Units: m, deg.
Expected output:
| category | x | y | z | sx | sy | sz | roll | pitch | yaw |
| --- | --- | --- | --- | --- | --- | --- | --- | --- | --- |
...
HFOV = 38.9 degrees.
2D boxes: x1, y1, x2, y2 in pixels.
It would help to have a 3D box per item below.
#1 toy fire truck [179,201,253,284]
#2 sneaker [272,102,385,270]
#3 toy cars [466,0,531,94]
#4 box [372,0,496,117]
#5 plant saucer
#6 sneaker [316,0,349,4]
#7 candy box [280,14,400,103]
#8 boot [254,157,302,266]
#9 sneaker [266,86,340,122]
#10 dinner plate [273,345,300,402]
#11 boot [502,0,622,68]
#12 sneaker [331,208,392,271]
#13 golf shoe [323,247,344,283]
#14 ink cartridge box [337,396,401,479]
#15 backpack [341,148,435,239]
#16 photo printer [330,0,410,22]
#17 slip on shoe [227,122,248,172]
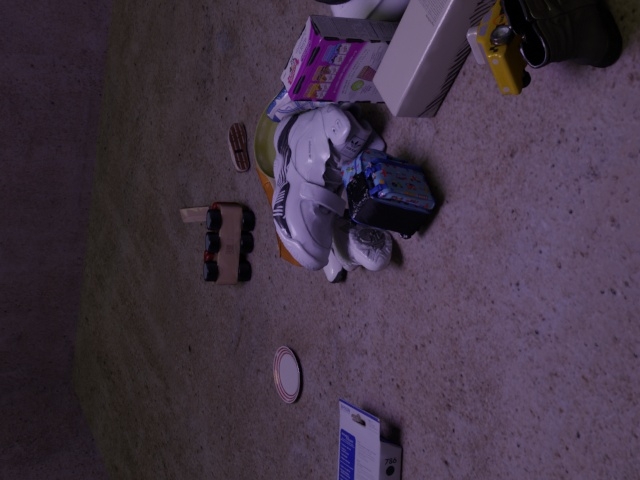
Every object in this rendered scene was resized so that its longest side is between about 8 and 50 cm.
| category | x | y | z | sx | sy | sz | roll | pitch | yaw |
| --- | --- | --- | --- | --- | --- | --- | --- | --- | --- |
| toy fire truck | -0.294 | -0.009 | 2.493 | 0.246 | 0.158 | 0.217 | -140 | 53 | -67 |
| sneaker | 0.016 | -0.131 | 1.836 | 0.210 | 0.137 | 0.366 | -26 | 55 | 35 |
| toy cars | 0.267 | -0.410 | 1.402 | 0.087 | 0.176 | 0.394 | -6 | 86 | 29 |
| box | 0.200 | -0.357 | 1.621 | 0.113 | 0.094 | 0.275 | 65 | 144 | 34 |
| plant saucer | -0.053 | -0.245 | 2.061 | 0.240 | 0.037 | 0.241 | -16 | 64 | 36 |
| sneaker | 0.029 | -0.512 | 1.646 | 0.330 | 0.146 | 0.123 | -2 | 93 | 62 |
| candy box | 0.061 | -0.342 | 1.727 | 0.159 | 0.233 | 0.071 | -58 | 45 | 44 |
| boot | -0.093 | -0.079 | 2.164 | 0.295 | 0.104 | 0.211 | -121 | 27 | -57 |
| sneaker | -0.008 | -0.316 | 1.948 | 0.296 | 0.131 | 0.112 | -37 | 18 | 52 |
| dinner plate | -0.080 | 0.332 | 2.250 | 0.141 | 0.017 | 0.141 | 6 | 97 | 61 |
| boot | 0.332 | -0.358 | 1.317 | 0.083 | 0.161 | 0.247 | -47 | 53 | 51 |
| sneaker | 0.083 | 0.021 | 1.884 | 0.232 | 0.090 | 0.115 | -128 | 37 | -59 |
| golf shoe | 0.000 | 0.000 | 2.006 | 0.077 | 0.093 | 0.198 | -18 | 78 | 59 |
| ink cartridge box | 0.099 | 0.505 | 1.899 | 0.165 | 0.065 | 0.333 | 18 | 109 | 59 |
| backpack | 0.124 | -0.106 | 1.728 | 0.117 | 0.158 | 0.173 | -53 | 35 | 37 |
| photo printer | 0.110 | -0.541 | 1.752 | 0.307 | 0.107 | 0.256 | -41 | 58 | 55 |
| slip on shoe | -0.221 | -0.247 | 2.429 | 0.041 | 0.051 | 0.135 | 146 | 112 | -70 |
